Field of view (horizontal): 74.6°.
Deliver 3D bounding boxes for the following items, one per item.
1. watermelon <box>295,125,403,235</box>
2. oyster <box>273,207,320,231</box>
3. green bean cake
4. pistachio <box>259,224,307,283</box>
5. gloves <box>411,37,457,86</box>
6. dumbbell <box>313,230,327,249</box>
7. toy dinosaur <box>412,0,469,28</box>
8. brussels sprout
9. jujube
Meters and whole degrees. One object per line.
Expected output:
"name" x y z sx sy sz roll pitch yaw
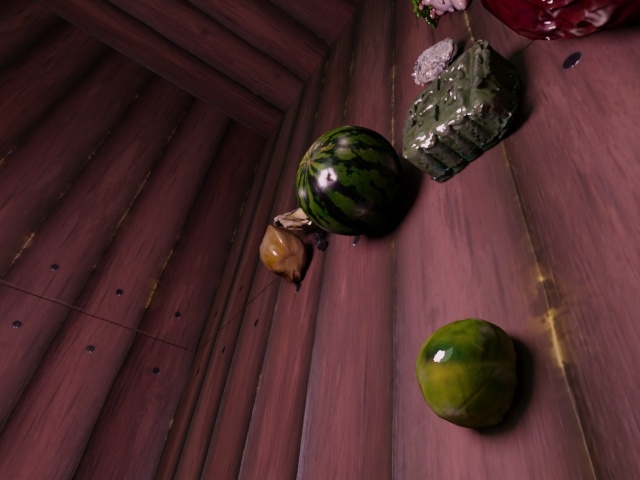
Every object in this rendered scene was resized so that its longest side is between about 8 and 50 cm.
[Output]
"watermelon" 0.075 -0.152 1.089 0.285 0.285 0.285 -49 25 32
"oyster" -0.052 -0.073 1.490 0.201 0.107 0.354 -26 14 -14
"green bean cake" 0.306 -0.288 0.936 0.255 0.132 0.241 -37 29 49
"pistachio" -0.142 0.039 1.508 0.260 0.162 0.213 -163 55 -69
"gloves" 0.333 -0.520 1.224 0.153 0.070 0.114 -3 61 64
"dumbbell" 0.000 0.000 1.422 0.083 0.040 0.036 -106 17 -61
"toy dinosaur" 0.387 -0.789 1.338 0.177 0.152 0.194 -19 54 50
"brussels sprout" 0.199 0.184 0.612 0.149 0.122 0.152 -35 35 46
"jujube" 0.418 -0.466 0.694 0.258 0.258 0.377 -59 20 10
